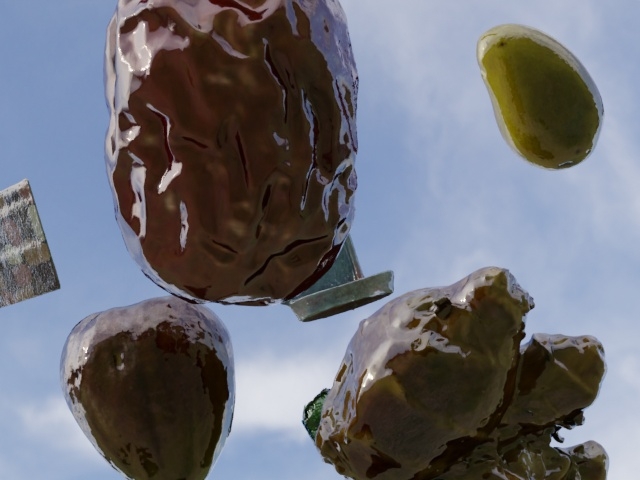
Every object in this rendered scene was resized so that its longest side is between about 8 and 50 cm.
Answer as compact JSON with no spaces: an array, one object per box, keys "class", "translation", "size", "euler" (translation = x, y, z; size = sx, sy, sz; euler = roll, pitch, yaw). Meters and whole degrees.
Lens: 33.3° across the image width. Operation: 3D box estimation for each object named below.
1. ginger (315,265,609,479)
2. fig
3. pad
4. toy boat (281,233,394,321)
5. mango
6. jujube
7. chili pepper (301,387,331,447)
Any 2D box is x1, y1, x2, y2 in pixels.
[{"class":"ginger","translation":[0.137,0.186,1.020],"size":[0.274,0.152,0.357],"euler":[-4,-68,11]},{"class":"fig","translation":[-0.143,0.189,1.042],"size":[0.170,0.274,0.145],"euler":[-21,-4,2]},{"class":"pad","translation":[-0.449,0.012,1.516],"size":[0.003,0.158,0.235],"euler":[-18,2,-44]},{"class":"toy boat","translation":[0.000,-0.001,0.865],"size":[0.096,0.122,0.034],"euler":[-17,-13,-10]},{"class":"mango","translation":[0.211,-0.141,1.036],"size":[0.103,0.076,0.161],"euler":[-37,-77,0]},{"class":"jujube","translation":[-0.059,-0.078,0.718],"size":[0.174,0.174,0.250],"euler":[-6,-80,-6]},{"class":"chili pepper","translation":[0.066,0.315,1.608],"size":[0.098,0.224,0.061],"euler":[-41,-22,-32]}]
